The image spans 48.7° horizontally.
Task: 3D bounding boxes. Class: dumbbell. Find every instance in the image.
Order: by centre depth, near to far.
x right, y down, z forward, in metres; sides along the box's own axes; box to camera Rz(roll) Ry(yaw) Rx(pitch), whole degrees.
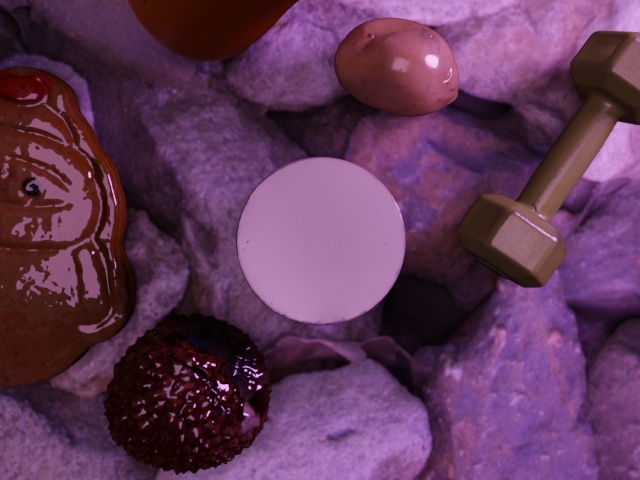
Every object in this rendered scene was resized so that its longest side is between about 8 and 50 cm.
[{"bbox_3d":[0.281,-0.090,0.802,0.108,0.121,0.302,33,94,-28],"label":"dumbbell"}]

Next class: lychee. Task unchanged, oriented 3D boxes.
[{"bbox_3d":[-0.150,0.174,0.794,0.188,0.188,0.187,0,92,1],"label":"lychee"}]

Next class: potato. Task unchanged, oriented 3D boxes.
[{"bbox_3d":[0.088,-0.195,0.806,0.147,0.112,0.112,15,92,7],"label":"potato"}]

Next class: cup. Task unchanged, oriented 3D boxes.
[{"bbox_3d":[-0.069,-0.307,0.729,0.226,0.264,0.182,-43,112,-22],"label":"cup"}]

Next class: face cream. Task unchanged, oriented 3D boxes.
[{"bbox_3d":[0.000,0.000,0.791,0.178,0.153,0.177,0,92,-1],"label":"face cream"}]

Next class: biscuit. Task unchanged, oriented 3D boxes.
[{"bbox_3d":[-0.388,-0.020,0.844,0.359,0.074,0.380,12,95,-1],"label":"biscuit"}]
